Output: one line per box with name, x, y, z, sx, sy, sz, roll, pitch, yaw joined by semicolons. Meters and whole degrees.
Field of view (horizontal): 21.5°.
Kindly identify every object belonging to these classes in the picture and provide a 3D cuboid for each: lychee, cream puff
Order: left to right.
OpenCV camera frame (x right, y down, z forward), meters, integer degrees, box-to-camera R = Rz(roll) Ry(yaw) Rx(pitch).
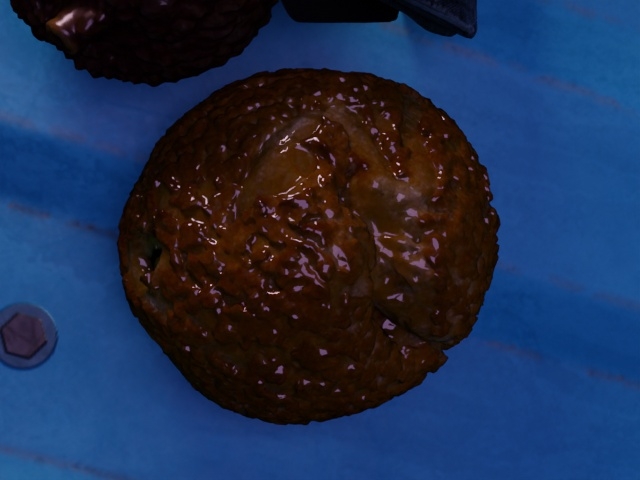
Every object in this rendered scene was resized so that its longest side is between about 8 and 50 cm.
lychee;-0.125;-0.243;1.292;0.236;0.236;0.271;32;67;-12
cream puff;0.000;0.000;1.331;0.303;0.212;0.303;1;86;-17

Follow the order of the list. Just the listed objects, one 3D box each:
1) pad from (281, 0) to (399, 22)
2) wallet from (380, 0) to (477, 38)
pad;0.009;-0.260;1.324;0.004;0.267;0.181;-7;94;22
wallet;0.054;-0.349;1.342;0.237;0.075;0.342;14;75;-55
